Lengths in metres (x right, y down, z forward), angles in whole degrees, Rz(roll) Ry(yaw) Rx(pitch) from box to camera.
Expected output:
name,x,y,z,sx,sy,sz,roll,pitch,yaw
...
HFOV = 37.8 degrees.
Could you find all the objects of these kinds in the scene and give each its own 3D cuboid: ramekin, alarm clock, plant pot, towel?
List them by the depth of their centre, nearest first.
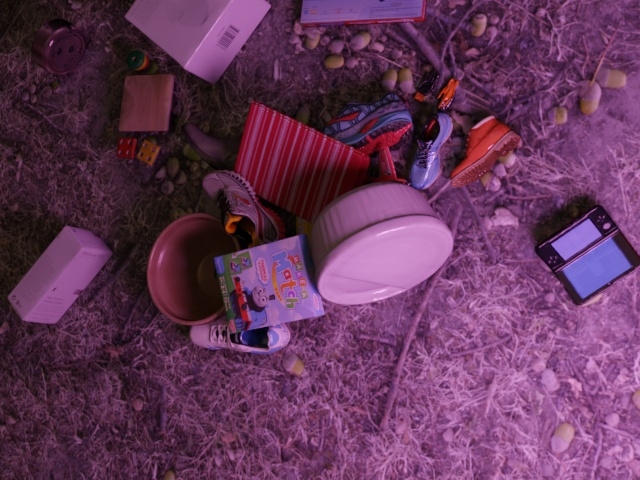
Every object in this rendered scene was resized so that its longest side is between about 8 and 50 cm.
name,x,y,z,sx,sy,sz,roll,pitch,yaw
ramekin,0.104,0.001,1.778,0.273,0.273,0.127,-32,59,17
towel,-0.044,-0.146,1.898,0.275,0.031,0.199,28,122,17
plant pot,-0.246,0.067,2.007,0.237,0.110,0.237,-4,79,24
alarm clock,-0.634,-0.449,2.269,0.064,0.129,0.192,35,126,23

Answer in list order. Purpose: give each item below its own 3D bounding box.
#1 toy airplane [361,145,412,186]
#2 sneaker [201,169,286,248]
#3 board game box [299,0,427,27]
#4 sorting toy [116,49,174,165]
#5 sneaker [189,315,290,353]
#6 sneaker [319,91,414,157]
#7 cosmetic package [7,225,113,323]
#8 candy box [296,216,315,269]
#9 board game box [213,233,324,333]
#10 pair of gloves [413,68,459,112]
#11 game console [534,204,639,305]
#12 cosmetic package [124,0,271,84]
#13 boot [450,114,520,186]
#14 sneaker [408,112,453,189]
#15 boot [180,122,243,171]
name,x,y,z,sx,sy,sz,roll,pitch,yaw
toy airplane,0.120,-0.119,1.893,0.151,0.028,0.151,13,115,30
sneaker,-0.171,-0.065,1.924,0.225,0.093,0.088,42,131,25
board game box,0.093,-0.532,1.991,0.281,0.027,0.145,4,85,25
sorting toy,-0.396,-0.305,2.171,0.132,0.046,0.274,2,82,25
sneaker,-0.180,0.194,1.970,0.237,0.086,0.085,-1,83,26
sneaker,0.068,-0.224,1.931,0.262,0.104,0.125,-18,55,19
cosmetic package,-0.602,0.081,2.168,0.231,0.117,0.085,-48,67,12
candy box,0.000,0.000,1.948,0.105,0.027,0.206,-6,79,24
board game box,-0.103,0.087,1.836,0.211,0.039,0.160,-15,86,31
pair of gloves,0.236,-0.303,1.897,0.083,0.010,0.074,32,97,28
game console,0.483,0.027,1.690,0.144,0.124,0.085,-37,42,15
cosmetic package,-0.276,-0.514,2.099,0.225,0.138,0.224,42,100,23
boot,0.303,-0.173,1.823,0.158,0.059,0.084,-41,64,5
sneaker,0.207,-0.181,1.855,0.063,0.073,0.162,18,94,26
boot,-0.180,-0.213,2.052,0.161,0.083,0.246,-46,68,0
